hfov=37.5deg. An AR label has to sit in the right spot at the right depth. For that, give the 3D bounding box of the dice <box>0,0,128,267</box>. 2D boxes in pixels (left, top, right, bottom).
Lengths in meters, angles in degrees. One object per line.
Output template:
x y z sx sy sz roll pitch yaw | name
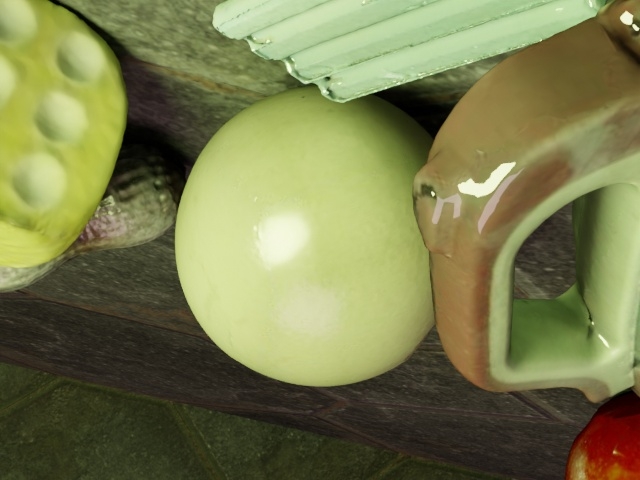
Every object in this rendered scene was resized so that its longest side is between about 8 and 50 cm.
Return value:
-0.257 -0.083 0.697 0.166 0.169 0.169 26 157 -39 | dice

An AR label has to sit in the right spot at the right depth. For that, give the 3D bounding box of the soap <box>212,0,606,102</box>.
0.046 -0.141 0.507 0.114 0.063 0.198 25 157 -39 | soap

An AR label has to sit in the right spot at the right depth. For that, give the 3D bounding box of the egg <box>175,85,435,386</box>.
0.000 0.000 0.709 0.219 0.219 0.269 10 163 5 | egg

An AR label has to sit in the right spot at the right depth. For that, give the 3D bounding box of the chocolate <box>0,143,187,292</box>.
-0.236 -0.022 0.856 0.248 0.110 0.110 -20 166 -12 | chocolate

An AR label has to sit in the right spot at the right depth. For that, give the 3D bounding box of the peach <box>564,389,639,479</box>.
0.523 0.383 1.340 0.388 0.388 0.388 11 162 4 | peach

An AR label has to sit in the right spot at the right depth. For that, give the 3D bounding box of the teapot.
0.189 -0.034 0.418 0.315 0.233 0.312 -30 145 1 | teapot
